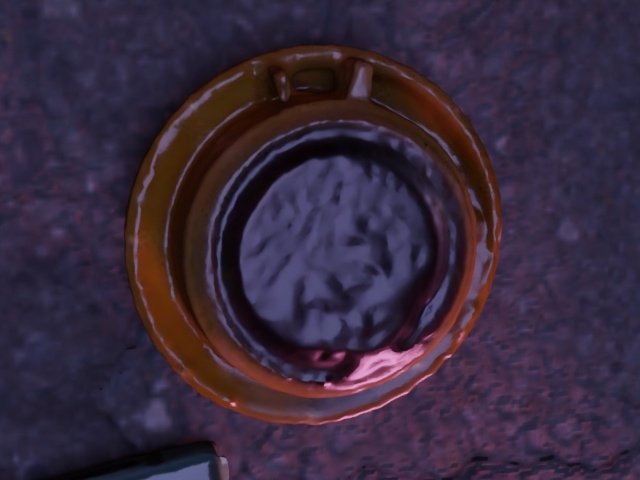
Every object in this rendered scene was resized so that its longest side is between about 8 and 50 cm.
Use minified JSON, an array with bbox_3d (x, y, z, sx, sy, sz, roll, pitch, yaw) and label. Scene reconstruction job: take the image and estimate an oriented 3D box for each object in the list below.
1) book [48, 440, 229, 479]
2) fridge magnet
[{"bbox_3d":[-0.195,0.240,0.631,0.379,0.031,0.264,-14,107,-9],"label":"book"},{"bbox_3d":[0.000,0.000,0.601,0.143,0.063,0.143,-3,101,-14],"label":"fridge magnet"}]
